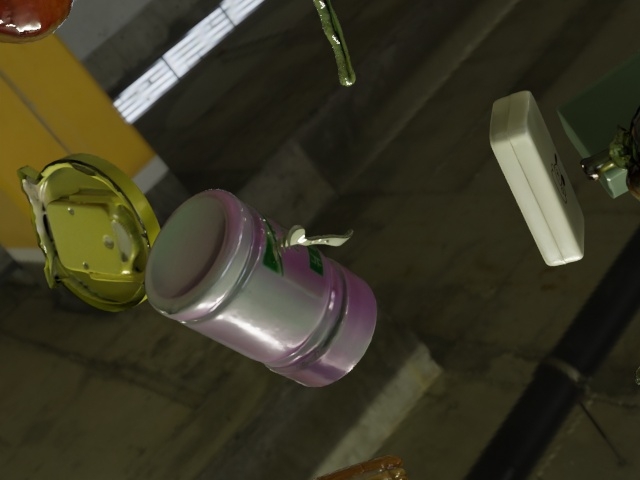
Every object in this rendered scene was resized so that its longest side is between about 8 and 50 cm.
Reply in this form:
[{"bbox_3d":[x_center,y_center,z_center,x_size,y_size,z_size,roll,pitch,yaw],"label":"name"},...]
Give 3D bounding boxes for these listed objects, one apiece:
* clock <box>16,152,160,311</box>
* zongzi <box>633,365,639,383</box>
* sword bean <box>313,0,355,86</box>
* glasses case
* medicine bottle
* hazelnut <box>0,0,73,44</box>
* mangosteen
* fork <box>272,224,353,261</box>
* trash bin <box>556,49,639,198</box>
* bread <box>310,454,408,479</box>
[{"bbox_3d":[-0.375,-0.016,1.668,0.293,0.277,0.071,13,-150,32],"label":"clock"},{"bbox_3d":[0.570,0.216,1.556,0.109,0.119,0.055,-56,168,23],"label":"zongzi"},{"bbox_3d":[0.022,-0.428,2.001,0.043,0.269,0.038,-33,-140,-12],"label":"sword bean"},{"bbox_3d":[0.387,-0.105,1.741,0.070,0.313,0.131,-14,-144,26],"label":"glasses case"},{"bbox_3d":[-0.089,0.079,1.540,0.212,0.325,0.212,-27,-133,33],"label":"medicine bottle"},{"bbox_3d":[-0.346,-0.303,1.027,0.210,0.186,0.210,-4,-97,35],"label":"hazelnut"},{"bbox_3d":[0.606,-0.170,1.743,0.289,0.231,0.231,-7,-148,15],"label":"mangosteen"},{"bbox_3d":[-0.005,-0.005,1.167,0.034,0.028,0.219,-50,166,19],"label":"fork"},{"bbox_3d":[0.677,-0.261,1.964,0.343,0.158,0.223,-34,-121,10],"label":"trash bin"},{"bbox_3d":[0.041,0.412,1.597,0.200,0.077,0.116,-12,158,-27],"label":"bread"}]
